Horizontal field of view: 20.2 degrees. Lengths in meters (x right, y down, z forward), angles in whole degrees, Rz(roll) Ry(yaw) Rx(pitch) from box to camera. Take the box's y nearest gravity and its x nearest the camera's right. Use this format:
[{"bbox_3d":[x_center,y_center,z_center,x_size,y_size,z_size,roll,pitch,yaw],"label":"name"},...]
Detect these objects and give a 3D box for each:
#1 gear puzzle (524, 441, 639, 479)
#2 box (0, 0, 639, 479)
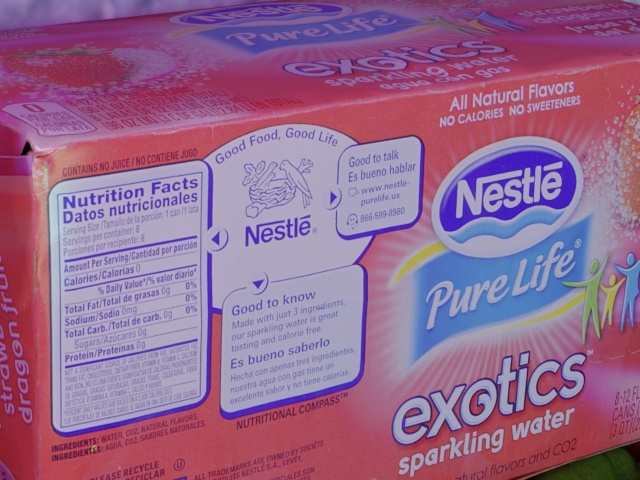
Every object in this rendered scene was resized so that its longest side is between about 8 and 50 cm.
[{"bbox_3d":[0.097,0.078,0.714,0.339,0.175,0.044,-13,106,-33],"label":"gear puzzle"},{"bbox_3d":[0.000,0.000,0.628,0.300,0.142,0.154,-12,114,-34],"label":"box"}]
